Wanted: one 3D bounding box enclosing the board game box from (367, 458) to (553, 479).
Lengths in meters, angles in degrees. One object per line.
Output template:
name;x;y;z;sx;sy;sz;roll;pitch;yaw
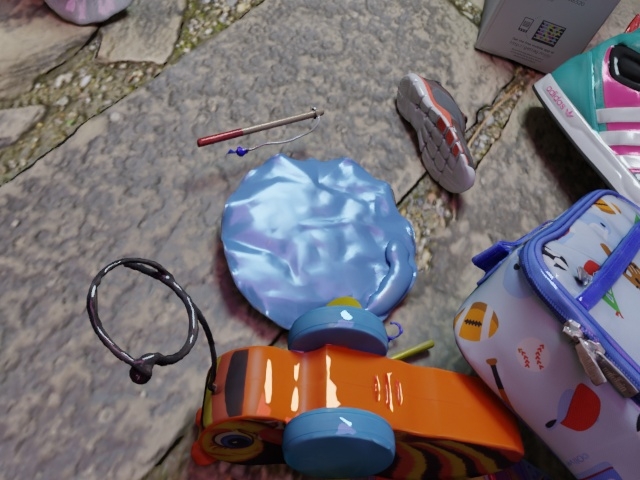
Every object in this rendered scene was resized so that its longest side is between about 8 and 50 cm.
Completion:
board game box;0.119;0.208;0.469;0.168;0.033;0.133;32;57;7

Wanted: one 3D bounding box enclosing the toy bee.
toy bee;-0.017;0.111;0.433;0.298;0.162;0.195;37;42;-7

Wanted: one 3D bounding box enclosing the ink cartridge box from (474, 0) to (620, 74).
ink cartridge box;0.323;-0.415;0.756;0.130;0.272;0.309;19;57;-2

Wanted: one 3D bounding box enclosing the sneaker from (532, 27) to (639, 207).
sneaker;0.380;-0.112;0.636;0.124;0.178;0.295;8;47;-55

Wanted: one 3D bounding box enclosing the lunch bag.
lunch bag;0.244;0.074;0.479;0.243;0.115;0.303;50;36;15

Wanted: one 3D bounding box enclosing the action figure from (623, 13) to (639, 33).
action figure;0.524;-0.211;0.789;0.280;0.091;0.139;36;67;8

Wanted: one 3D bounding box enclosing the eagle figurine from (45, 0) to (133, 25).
eagle figurine;-0.236;-0.405;0.687;0.226;0.225;0.298;54;16;-26

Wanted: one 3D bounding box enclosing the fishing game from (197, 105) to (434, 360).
fishing game;0.000;0.000;0.562;0.189;0.041;0.264;-21;75;-24

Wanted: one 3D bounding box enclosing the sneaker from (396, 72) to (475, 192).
sneaker;0.141;-0.123;0.661;0.065;0.061;0.158;-7;62;-25
